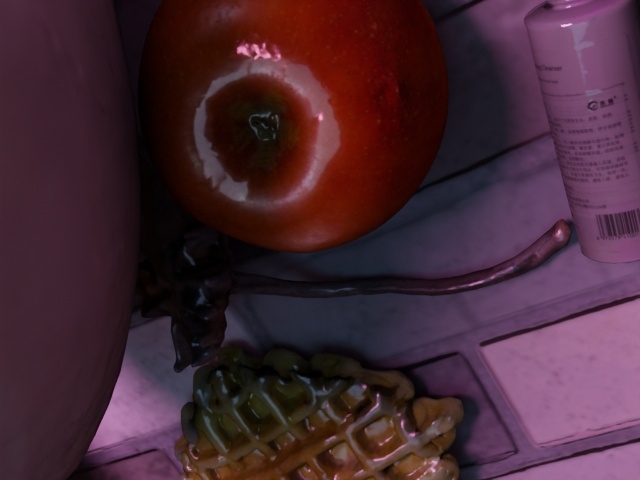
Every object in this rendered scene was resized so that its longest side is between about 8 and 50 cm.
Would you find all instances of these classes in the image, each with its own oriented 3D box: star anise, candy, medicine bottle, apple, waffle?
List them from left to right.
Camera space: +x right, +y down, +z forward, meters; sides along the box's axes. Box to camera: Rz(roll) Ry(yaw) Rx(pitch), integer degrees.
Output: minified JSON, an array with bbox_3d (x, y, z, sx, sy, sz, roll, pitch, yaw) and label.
[{"bbox_3d":[-0.181,-0.038,0.473,0.186,0.386,0.427,-3,140,-6],"label":"candy"},{"bbox_3d":[-0.014,-0.073,0.505,0.163,0.139,0.163,10,123,16],"label":"apple"},{"bbox_3d":[-0.007,0.169,0.694,0.214,0.054,0.208,14,119,14],"label":"waffle"},{"bbox_3d":[0.000,0.000,0.618,0.227,0.218,0.148,-5,88,-22],"label":"star anise"},{"bbox_3d":[0.137,-0.086,0.493,0.057,0.058,0.199,-10,115,25],"label":"medicine bottle"}]
